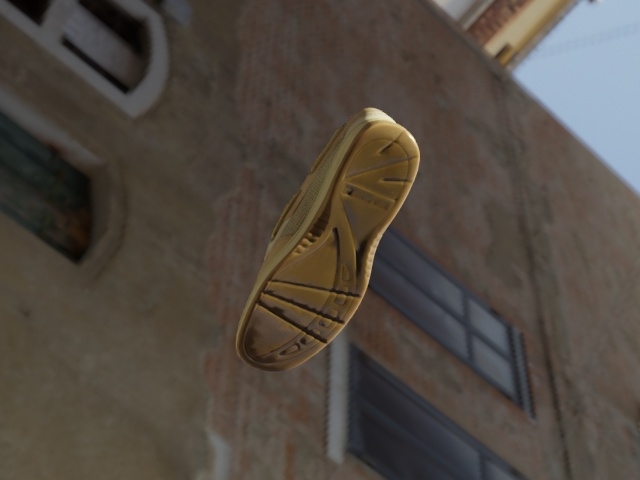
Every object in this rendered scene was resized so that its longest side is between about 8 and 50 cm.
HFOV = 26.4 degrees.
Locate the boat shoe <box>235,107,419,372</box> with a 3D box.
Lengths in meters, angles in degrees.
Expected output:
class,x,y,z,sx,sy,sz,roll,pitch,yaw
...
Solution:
class,x,y,z,sx,sy,sz,roll,pitch,yaw
boat shoe,0.000,0.000,1.448,0.302,0.109,0.098,-62,-157,12
